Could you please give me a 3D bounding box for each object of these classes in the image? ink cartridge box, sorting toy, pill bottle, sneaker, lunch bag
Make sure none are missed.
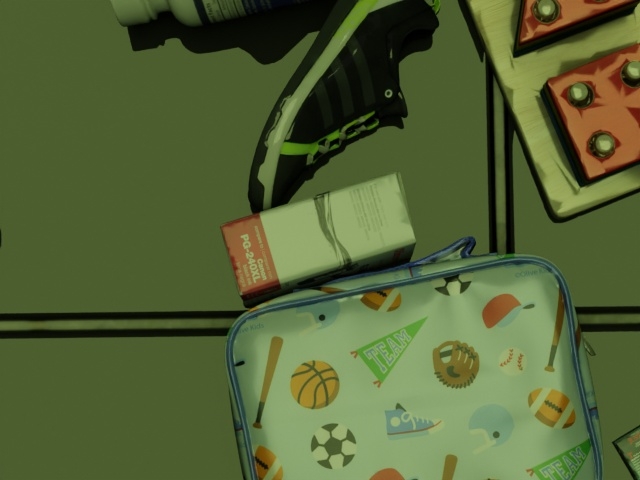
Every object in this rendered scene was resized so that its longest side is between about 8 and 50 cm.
[{"bbox_3d":[0.000,0.000,1.560,0.150,0.109,0.063,-16,83,-1],"label":"ink cartridge box"},{"bbox_3d":[0.269,-0.184,1.588,0.257,0.089,0.255,-21,84,-2],"label":"sorting toy"},{"bbox_3d":[-0.083,-0.238,1.583,0.186,0.112,0.112,-12,84,4],"label":"pill bottle"},{"bbox_3d":[0.024,-0.118,1.586,0.097,0.084,0.235,30,85,2],"label":"sneaker"},{"bbox_3d":[0.079,0.130,1.547,0.303,0.115,0.243,-11,82,0],"label":"lunch bag"}]

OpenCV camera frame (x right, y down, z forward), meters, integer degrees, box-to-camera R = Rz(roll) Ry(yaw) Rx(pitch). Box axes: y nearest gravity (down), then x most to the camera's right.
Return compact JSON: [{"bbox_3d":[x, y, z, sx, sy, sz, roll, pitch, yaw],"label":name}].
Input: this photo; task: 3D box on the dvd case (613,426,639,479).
[{"bbox_3d":[0.310,0.197,1.587,0.087,0.013,0.119,-31,86,-3],"label":"dvd case"}]
